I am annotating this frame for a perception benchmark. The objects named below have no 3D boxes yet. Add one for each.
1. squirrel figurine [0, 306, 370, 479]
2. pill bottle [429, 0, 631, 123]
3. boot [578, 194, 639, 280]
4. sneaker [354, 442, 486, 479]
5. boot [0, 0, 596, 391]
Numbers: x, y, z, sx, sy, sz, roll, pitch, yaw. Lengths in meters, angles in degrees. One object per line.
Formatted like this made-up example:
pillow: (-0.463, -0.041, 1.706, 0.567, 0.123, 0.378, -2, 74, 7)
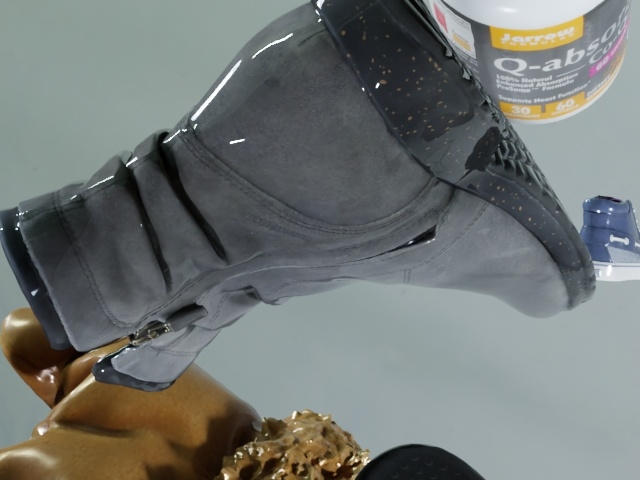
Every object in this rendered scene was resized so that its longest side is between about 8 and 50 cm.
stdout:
squirrel figurine: (-0.151, 0.258, 1.002, 0.397, 0.370, 0.281, 5, 111, 17)
pill bottle: (0.162, -0.211, 1.034, 0.162, 0.278, 0.162, -3, 72, 10)
boot: (0.329, -0.004, 1.432, 0.069, 0.190, 0.086, 9, 96, 29)
sneaker: (0.100, 0.230, 0.622, 0.270, 0.090, 0.145, 48, 149, 25)
boot: (0.000, 0.000, 0.673, 0.223, 0.338, 0.118, -34, 57, 10)
